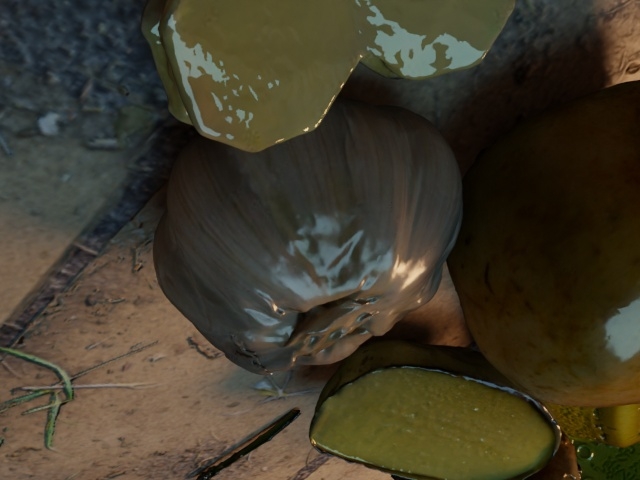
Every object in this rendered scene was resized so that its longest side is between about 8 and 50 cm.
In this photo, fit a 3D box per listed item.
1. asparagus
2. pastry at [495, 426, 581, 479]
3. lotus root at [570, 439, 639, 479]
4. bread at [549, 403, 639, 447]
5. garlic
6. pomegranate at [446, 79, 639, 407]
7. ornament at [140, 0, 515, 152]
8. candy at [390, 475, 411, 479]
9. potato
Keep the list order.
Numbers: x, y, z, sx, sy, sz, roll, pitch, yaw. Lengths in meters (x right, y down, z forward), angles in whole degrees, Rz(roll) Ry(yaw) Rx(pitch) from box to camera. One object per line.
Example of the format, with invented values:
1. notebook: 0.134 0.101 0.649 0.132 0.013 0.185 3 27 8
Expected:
1. asparagus: -0.085 0.242 0.915 0.166 0.016 0.013 -38 156 16
2. pastry: 0.228 0.269 0.918 0.153 0.153 0.081 -28 118 6
3. lotus root: 0.506 0.359 1.295 0.186 0.186 0.186 -15 143 -12
4. bread: 0.294 0.123 0.888 0.166 0.112 0.383 7 151 24
5. garlic: -0.004 0.002 0.541 0.228 0.152 0.228 -17 138 -16
6. pomegranate: 0.225 0.008 0.600 0.260 0.260 0.260 -15 143 -12
7. ornament: 0.001 -0.153 0.406 0.201 0.059 0.180 -24 123 -16
8. candy: 0.198 0.296 1.048 0.271 0.143 0.101 -1 114 -34
9. potato: 0.124 0.168 0.844 0.272 0.111 0.160 17 121 -15
